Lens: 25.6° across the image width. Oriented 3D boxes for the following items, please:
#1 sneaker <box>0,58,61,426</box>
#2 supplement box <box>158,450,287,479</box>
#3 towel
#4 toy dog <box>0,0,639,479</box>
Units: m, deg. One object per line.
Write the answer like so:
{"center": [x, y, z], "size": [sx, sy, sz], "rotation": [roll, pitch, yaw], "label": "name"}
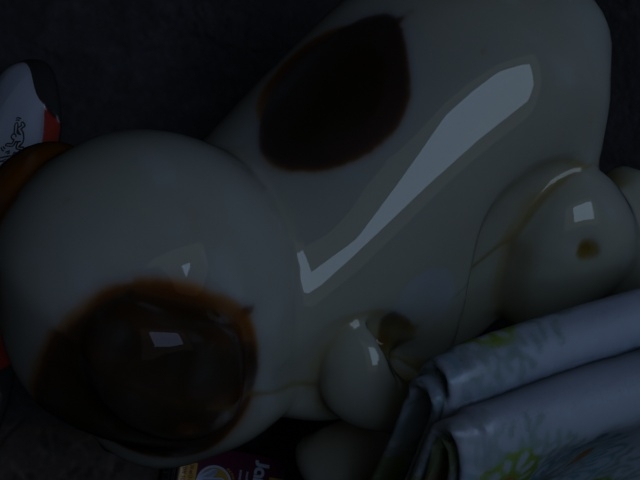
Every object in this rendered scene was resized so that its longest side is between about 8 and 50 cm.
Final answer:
{"center": [-0.263, -0.005, 0.926], "size": [0.145, 0.090, 0.270], "rotation": [13, 80, -25], "label": "sneaker"}
{"center": [-0.072, 0.178, 1.014], "size": [0.083, 0.043, 0.055], "rotation": [13, 76, -23], "label": "supplement box"}
{"center": [0.191, 0.147, 0.929], "size": [0.374, 0.320, 0.090], "rotation": [-14, 57, -25], "label": "towel"}
{"center": [0.000, 0.000, 0.885], "size": [0.408, 0.395, 0.284], "rotation": [-25, 56, -22], "label": "toy dog"}
